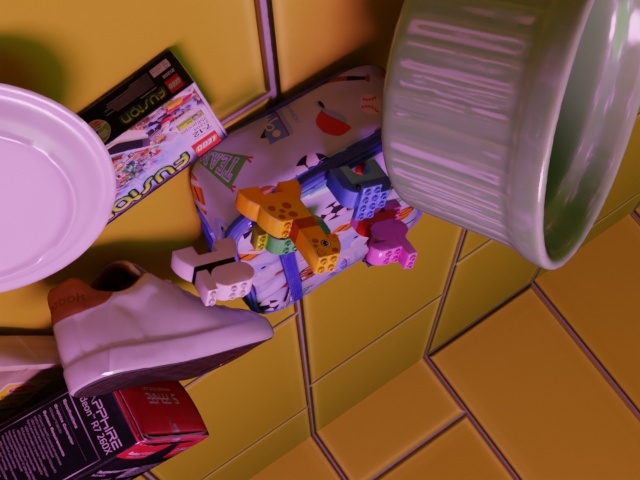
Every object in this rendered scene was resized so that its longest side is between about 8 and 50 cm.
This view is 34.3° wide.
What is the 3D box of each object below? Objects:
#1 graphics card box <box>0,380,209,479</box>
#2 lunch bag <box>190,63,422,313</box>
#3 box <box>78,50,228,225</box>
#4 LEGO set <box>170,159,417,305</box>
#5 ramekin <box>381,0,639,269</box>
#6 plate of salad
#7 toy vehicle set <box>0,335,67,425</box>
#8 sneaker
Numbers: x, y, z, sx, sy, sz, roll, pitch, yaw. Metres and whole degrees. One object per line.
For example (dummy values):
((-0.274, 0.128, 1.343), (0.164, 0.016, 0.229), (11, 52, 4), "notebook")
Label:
((-0.323, 0.262, 1.097), (0.370, 0.094, 0.233), (-31, 167, 4), "graphics card box")
((-0.010, -0.035, 1.050), (0.243, 0.115, 0.303), (-32, 161, -9), "lunch bag")
((-0.176, -0.053, 0.808), (0.207, 0.036, 0.114), (-36, 163, -2), "box")
((0.000, 0.000, 0.873), (0.227, 0.093, 0.087), (-14, 141, -28), "LEGO set")
((0.174, -0.140, 0.881), (0.303, 0.148, 0.304), (-45, 144, -45), "ramekin")
((-0.237, -0.034, 0.684), (0.199, 0.048, 0.200), (-13, 141, -10), "plate of salad")
((-0.329, 0.159, 1.031), (0.166, 0.035, 0.267), (-40, 165, 11), "toy vehicle set")
((-0.147, 0.071, 1.019), (0.105, 0.123, 0.290), (-30, 165, 24), "sneaker")
